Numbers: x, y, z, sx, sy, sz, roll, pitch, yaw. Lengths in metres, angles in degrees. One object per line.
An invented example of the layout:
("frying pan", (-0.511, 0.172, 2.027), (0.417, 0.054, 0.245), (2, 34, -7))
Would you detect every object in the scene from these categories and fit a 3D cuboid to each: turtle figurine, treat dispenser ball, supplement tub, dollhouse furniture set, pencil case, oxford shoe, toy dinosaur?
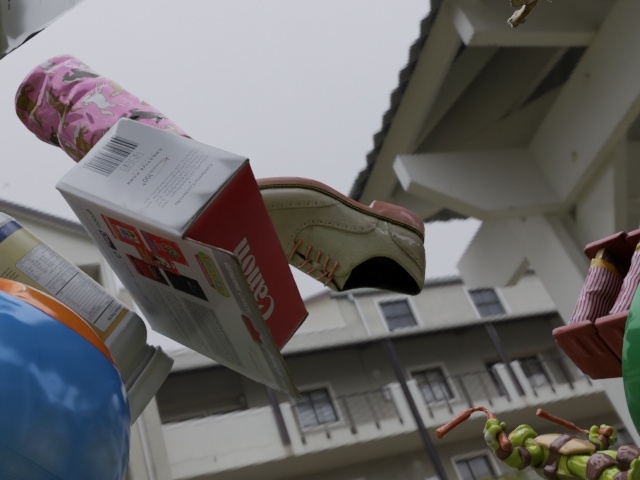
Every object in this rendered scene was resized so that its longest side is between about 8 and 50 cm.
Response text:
("turtle figurine", (0.278, 0.245, 0.900), (0.269, 0.087, 0.217), (12, -8, -35))
("treat dispenser ball", (-0.309, 0.172, 0.687), (0.288, 0.288, 0.288), (-15, -34, -11))
("supplement tub", (-0.375, 0.139, 1.053), (0.316, 0.228, 0.228), (40, -59, -8))
("dollhouse furniture set", (0.540, 0.172, 1.216), (0.374, 0.201, 0.152), (44, -36, -18))
("pencil case", (-0.373, -0.183, 1.423), (0.167, 0.386, 0.160), (-40, -28, -28))
("oxford shoe", (0.000, 0.000, 1.311), (0.396, 0.147, 0.140), (8, -41, -15))
("toy dinosaur", (0.253, -0.310, 0.919), (0.092, 0.053, 0.183), (-37, -26, -7))

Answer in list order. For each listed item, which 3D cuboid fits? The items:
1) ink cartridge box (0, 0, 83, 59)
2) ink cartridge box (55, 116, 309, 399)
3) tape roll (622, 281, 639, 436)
("ink cartridge box", (-0.231, -0.177, 0.409), (0.196, 0.273, 0.114), (3, -68, -8))
("ink cartridge box", (-0.132, 0.029, 0.996), (0.130, 0.271, 0.309), (-53, -32, -27))
("tape roll", (0.525, 0.145, 1.036), (0.321, 0.321, 0.077), (1, 1, -31))
